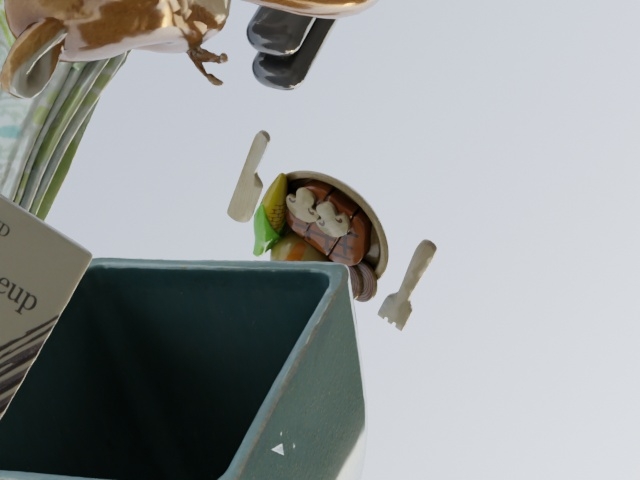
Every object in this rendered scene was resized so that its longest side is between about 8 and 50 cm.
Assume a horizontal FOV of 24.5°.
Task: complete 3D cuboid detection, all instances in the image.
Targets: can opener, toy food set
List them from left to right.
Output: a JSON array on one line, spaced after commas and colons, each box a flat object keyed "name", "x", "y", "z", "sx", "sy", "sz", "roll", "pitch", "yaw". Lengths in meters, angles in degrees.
[{"name": "can opener", "x": -0.010, "y": -0.246, "z": 1.238, "sx": 0.076, "sy": 0.095, "sz": 0.283, "roll": 83, "pitch": -153, "yaw": -50}, {"name": "toy food set", "x": 0.000, "y": 0.000, "z": 1.264, "sx": 0.192, "sy": 0.132, "sz": 0.038, "roll": 33, "pitch": -132, "yaw": 11}]

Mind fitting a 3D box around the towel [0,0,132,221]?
[{"name": "towel", "x": -0.385, "y": -0.147, "z": 1.387, "sx": 0.321, "sy": 0.374, "sz": 0.090, "roll": -62, "pitch": -18, "yaw": 12}]

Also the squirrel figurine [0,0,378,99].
[{"name": "squirrel figurine", "x": -0.132, "y": -0.257, "z": 0.947, "sx": 0.397, "sy": 0.370, "sz": 0.281, "roll": 12, "pitch": -118, "yaw": -40}]

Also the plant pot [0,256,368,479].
[{"name": "plant pot", "x": -0.098, "y": 0.186, "z": 1.129, "sx": 0.247, "sy": 0.247, "sz": 0.252, "roll": -61, "pitch": -37, "yaw": -46}]

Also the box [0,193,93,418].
[{"name": "box", "x": -0.235, "y": 0.093, "z": 0.725, "sx": 0.113, "sy": 0.094, "sz": 0.275, "roll": 34, "pitch": -103, "yaw": -31}]
